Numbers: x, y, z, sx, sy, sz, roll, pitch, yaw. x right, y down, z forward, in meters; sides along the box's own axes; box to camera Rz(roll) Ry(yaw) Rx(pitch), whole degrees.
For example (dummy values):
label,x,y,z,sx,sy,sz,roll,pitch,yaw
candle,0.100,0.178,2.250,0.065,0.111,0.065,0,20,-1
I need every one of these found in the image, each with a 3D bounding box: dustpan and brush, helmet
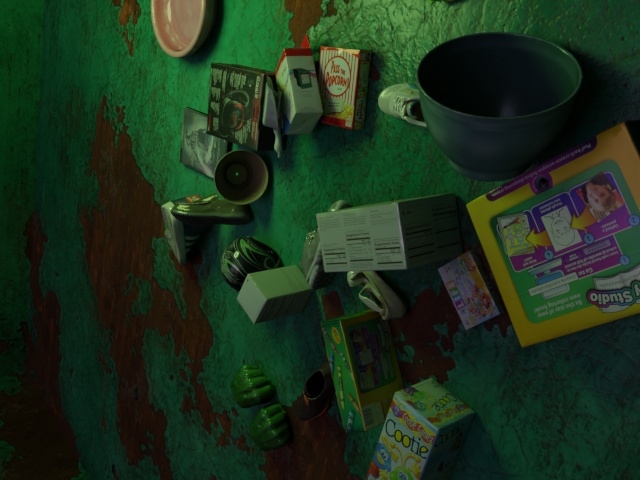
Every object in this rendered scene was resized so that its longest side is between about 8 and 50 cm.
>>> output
label,x,y,z,sx,sy,sz,roll,pitch,yaw
dustpan and brush,-0.123,-0.323,1.768,0.147,0.060,0.211,-101,18,-65
helmet,-0.222,0.073,1.997,0.161,0.169,0.169,29,128,-6

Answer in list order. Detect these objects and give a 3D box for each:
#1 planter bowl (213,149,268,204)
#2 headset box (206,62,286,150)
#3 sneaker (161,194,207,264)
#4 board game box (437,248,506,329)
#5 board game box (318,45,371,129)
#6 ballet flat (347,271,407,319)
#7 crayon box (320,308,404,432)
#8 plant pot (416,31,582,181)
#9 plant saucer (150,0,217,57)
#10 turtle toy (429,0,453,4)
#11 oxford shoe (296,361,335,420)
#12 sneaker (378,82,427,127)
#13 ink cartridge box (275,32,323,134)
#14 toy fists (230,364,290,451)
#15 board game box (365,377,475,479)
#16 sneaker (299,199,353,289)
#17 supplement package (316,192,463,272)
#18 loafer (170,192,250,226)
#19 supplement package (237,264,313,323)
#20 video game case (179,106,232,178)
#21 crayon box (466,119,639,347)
label,x,y,z,sx,sy,sz,roll,pitch,yaw
planter bowl,-0.246,-0.195,2.001,0.109,0.162,0.162,-145,54,-71
headset box,-0.203,-0.389,1.933,0.293,0.110,0.218,24,114,44
sneaker,-0.448,-0.036,2.279,0.131,0.148,0.350,55,157,16
board game box,0.336,0.110,1.487,0.103,0.026,0.154,-39,68,45
board game box,0.055,-0.390,1.693,0.146,0.045,0.194,22,113,45
ballet flat,0.117,0.106,1.678,0.248,0.086,0.086,49,130,31
crayon box,0.113,0.320,1.670,0.081,0.165,0.279,-18,83,48
plant pot,0.330,-0.239,1.272,0.293,0.293,0.196,40,152,36
plant saucer,-0.434,-0.759,2.144,0.332,0.084,0.332,11,105,47
turtle toy,0.251,-0.575,1.427,0.095,0.066,0.130,30,119,41
oxford shoe,-0.021,0.430,1.889,0.097,0.098,0.271,51,131,29
sneaker,0.209,-0.308,1.504,0.228,0.092,0.087,24,116,45
ink cartridge box,-0.063,-0.411,1.747,0.134,0.078,0.231,133,129,-68
toy fists,-0.185,0.523,2.096,0.279,0.096,0.142,63,145,17
board game box,0.233,0.493,1.584,0.142,0.144,0.275,36,121,39
sneaker,0.000,0.000,1.782,0.115,0.105,0.281,47,129,32
supplement package,0.157,-0.016,1.530,0.261,0.204,0.145,-4,95,48
loafer,-0.343,-0.099,2.090,0.094,0.251,0.087,101,171,-69
supplement package,-0.128,0.152,1.896,0.105,0.179,0.105,51,131,30
video game case,-0.384,-0.321,2.213,0.274,0.026,0.196,26,116,42
crayon box,0.488,0.000,1.240,0.363,0.106,0.313,-31,75,47
